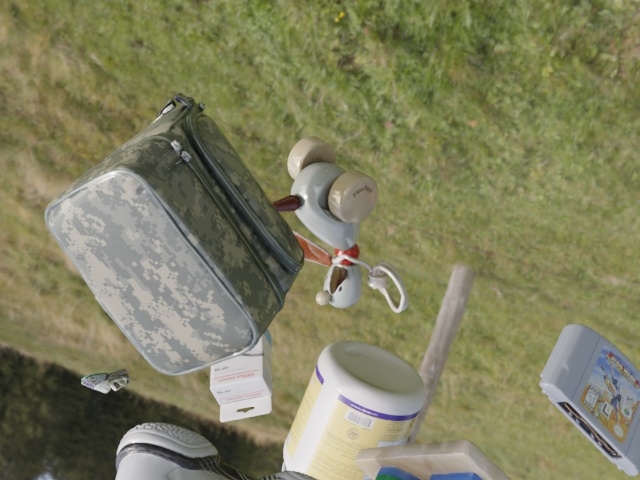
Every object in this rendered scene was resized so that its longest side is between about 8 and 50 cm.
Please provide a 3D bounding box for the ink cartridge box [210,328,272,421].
[{"bbox_3d":[-0.147,0.241,1.424,0.104,0.180,0.060,-12,133,6],"label":"ink cartridge box"}]

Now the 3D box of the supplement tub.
[{"bbox_3d":[0.061,0.408,1.623,0.241,0.331,0.241,19,-162,-6],"label":"supplement tub"}]

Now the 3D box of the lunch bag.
[{"bbox_3d":[-0.170,-0.018,1.015,0.212,0.256,0.305,-25,108,33],"label":"lunch bag"}]

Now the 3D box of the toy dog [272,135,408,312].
[{"bbox_3d":[0.000,0.000,1.273,0.220,0.161,0.333,20,132,57],"label":"toy dog"}]

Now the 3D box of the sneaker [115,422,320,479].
[{"bbox_3d":[-0.115,0.396,0.983,0.366,0.210,0.137,27,126,-12],"label":"sneaker"}]

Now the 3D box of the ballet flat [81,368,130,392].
[{"bbox_3d":[-0.405,0.270,1.450,0.041,0.041,0.114,12,-176,28],"label":"ballet flat"}]

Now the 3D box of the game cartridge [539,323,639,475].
[{"bbox_3d":[0.601,0.325,1.605,0.297,0.198,0.062,44,153,-11],"label":"game cartridge"}]

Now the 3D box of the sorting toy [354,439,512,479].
[{"bbox_3d":[0.200,0.423,1.147,0.257,0.089,0.255,45,144,-15],"label":"sorting toy"}]
